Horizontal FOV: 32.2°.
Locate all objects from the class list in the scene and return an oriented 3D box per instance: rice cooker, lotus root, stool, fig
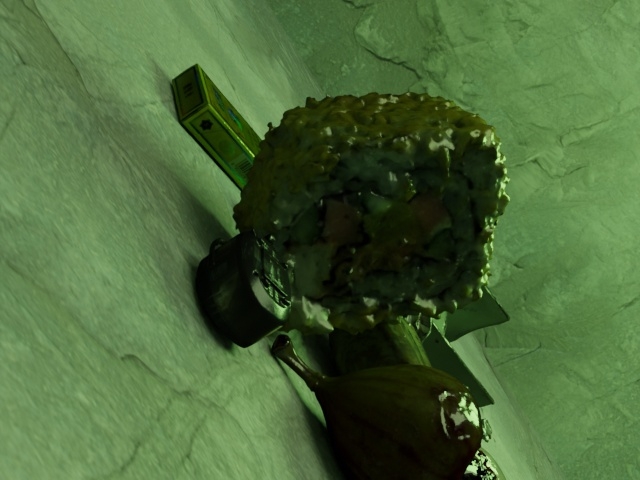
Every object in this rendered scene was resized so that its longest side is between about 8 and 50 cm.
[{"bbox_3d":[-0.097,0.060,1.434,0.112,0.106,0.165,45,27,-35],"label":"rice cooker"},{"bbox_3d":[0.105,0.207,1.765,0.173,0.173,0.309,49,10,-36],"label":"lotus root"},{"bbox_3d":[0.213,0.162,2.110,0.269,0.170,0.243,50,36,-24],"label":"stool"},{"bbox_3d":[0.067,0.231,1.549,0.321,0.217,0.217,37,7,11],"label":"fig"}]

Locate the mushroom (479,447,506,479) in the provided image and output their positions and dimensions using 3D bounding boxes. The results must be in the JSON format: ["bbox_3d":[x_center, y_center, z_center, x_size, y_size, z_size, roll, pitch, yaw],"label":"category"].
[{"bbox_3d":[0.307,0.471,2.102,0.088,0.097,0.212,-31,95,-36],"label":"mushroom"}]

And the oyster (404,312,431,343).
[{"bbox_3d":[0.086,0.099,1.965,0.087,0.199,0.252,22,48,-58],"label":"oyster"}]

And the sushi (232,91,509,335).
[{"bbox_3d":[0.072,-0.031,1.658,0.240,0.397,0.351,-125,-147,-58],"label":"sushi"}]

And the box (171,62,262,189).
[{"bbox_3d":[-0.165,-0.186,1.920,0.220,0.064,0.141,51,13,-39],"label":"box"}]

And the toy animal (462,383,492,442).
[{"bbox_3d":[0.219,0.358,1.929,0.197,0.160,0.272,62,19,14],"label":"toy animal"}]

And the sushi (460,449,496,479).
[{"bbox_3d":[0.204,0.378,1.738,0.172,0.153,0.150,36,37,-10],"label":"sushi"}]
